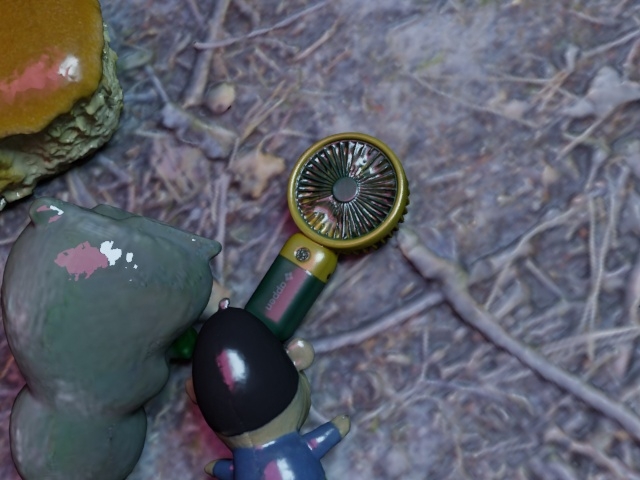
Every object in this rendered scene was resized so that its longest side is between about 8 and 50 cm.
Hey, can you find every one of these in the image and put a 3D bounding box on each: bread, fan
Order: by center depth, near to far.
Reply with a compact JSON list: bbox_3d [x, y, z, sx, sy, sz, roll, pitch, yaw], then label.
[{"bbox_3d":[0.000,0.000,0.607,0.082,0.039,0.155,33,86,20],"label":"fan"},{"bbox_3d":[-0.263,-0.115,0.667,0.245,0.121,0.174,-23,71,9],"label":"bread"}]

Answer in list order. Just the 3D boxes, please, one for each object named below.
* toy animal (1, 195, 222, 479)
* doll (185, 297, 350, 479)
[{"bbox_3d":[-0.158,0.101,0.581,0.127,0.125,0.251,18,92,-2],"label":"toy animal"},{"bbox_3d":[-0.032,0.121,0.561,0.102,0.089,0.179,-20,94,9],"label":"doll"}]
